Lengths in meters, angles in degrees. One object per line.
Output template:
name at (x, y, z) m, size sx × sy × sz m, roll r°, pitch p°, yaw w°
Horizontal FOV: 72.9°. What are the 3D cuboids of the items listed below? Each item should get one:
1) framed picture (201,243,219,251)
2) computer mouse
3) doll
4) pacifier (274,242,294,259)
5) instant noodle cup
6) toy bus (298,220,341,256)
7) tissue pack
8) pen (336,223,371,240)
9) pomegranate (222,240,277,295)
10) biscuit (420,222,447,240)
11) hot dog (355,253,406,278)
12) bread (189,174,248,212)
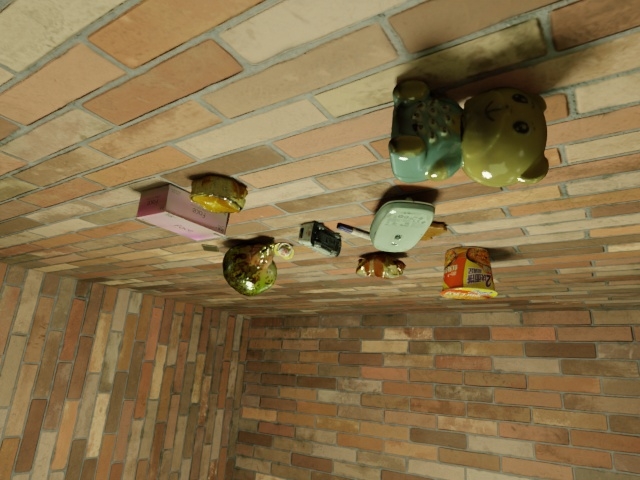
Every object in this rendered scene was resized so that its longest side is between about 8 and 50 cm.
framed picture at (-0.478, 0.034, 1.880) m, size 0.066 × 0.007 × 0.089 m, roll 5°, pitch 162°, yaw -4°
computer mouse at (0.235, -0.058, 1.293) m, size 0.159 × 0.097 × 0.288 m, roll 6°, pitch 151°, yaw -3°
doll at (0.259, -0.181, 0.764) m, size 0.260 × 0.177 × 0.161 m, roll 1°, pitch 158°, yaw 16°
pacifier at (-0.146, 0.036, 1.764) m, size 0.083 × 0.068 × 0.064 m, roll 24°, pitch -166°, yaw -6°
instant noodle cup at (0.568, 0.127, 1.677) m, size 0.213 × 0.174 × 0.213 m, roll 4°, pitch 161°, yaw 1°
toy bus at (0.000, 0.000, 1.550) m, size 0.089 × 0.087 × 0.194 m, roll 0°, pitch 164°, yaw 34°
tissue pack at (-0.428, -0.079, 1.366) m, size 0.148 × 0.093 × 0.246 m, roll -7°, pitch 160°, yaw 33°
pen at (0.139, -0.026, 1.533) m, size 0.204 × 0.025 × 0.025 m, roll 17°, pitch 158°, yaw -34°
pomegranate at (-0.273, 0.087, 1.760) m, size 0.221 × 0.277 × 0.204 m, roll 12°, pitch -156°, yaw -32°
biscuit at (0.335, -0.028, 1.477) m, size 0.133 × 0.027 × 0.184 m, roll 10°, pitch 160°, yaw -15°
hot dog at (0.249, 0.101, 1.802) m, size 0.213 × 0.103 × 0.146 m, roll 4°, pitch -174°, yaw 32°
bread at (-0.288, -0.129, 1.220) m, size 0.140 × 0.069 × 0.128 m, roll -1°, pitch 161°, yaw 27°
